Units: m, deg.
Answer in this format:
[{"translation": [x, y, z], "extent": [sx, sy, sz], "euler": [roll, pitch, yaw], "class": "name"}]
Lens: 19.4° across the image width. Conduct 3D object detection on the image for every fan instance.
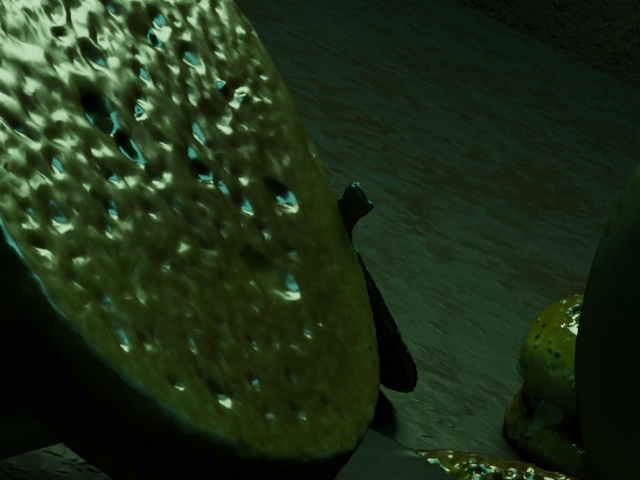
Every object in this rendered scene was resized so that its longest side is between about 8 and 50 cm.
[{"translation": [0.001, -0.001, 1.187], "extent": [0.230, 0.011, 0.335], "euler": [57, -11, 1], "class": "fan"}]

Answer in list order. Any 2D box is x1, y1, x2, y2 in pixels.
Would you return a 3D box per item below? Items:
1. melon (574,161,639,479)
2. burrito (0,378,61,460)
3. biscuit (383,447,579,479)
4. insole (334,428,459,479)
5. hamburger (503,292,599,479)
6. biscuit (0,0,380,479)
[{"translation": [0.279, 0.040, 1.077], "extent": [0.271, 0.308, 0.272], "euler": [16, -7, 2], "class": "melon"}, {"translation": [-0.257, 0.025, 0.863], "extent": [0.331, 0.135, 0.190], "euler": [11, 42, -44], "class": "burrito"}, {"translation": [0.158, 0.195, 1.036], "extent": [0.305, 0.038, 0.305], "euler": [20, 16, -6], "class": "biscuit"}, {"translation": [-0.007, 0.118, 1.049], "extent": [0.111, 0.007, 0.328], "euler": [-7, 24, -37], "class": "insole"}, {"translation": [0.217, 0.110, 1.264], "extent": [0.177, 0.113, 0.185], "euler": [23, 15, 2], "class": "hamburger"}, {"translation": [-0.118, -0.047, 0.935], "extent": [0.350, 0.070, 0.394], "euler": [24, 39, -45], "class": "biscuit"}]
